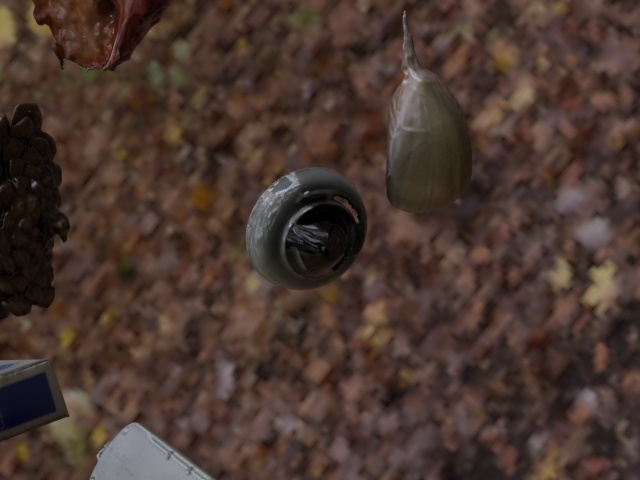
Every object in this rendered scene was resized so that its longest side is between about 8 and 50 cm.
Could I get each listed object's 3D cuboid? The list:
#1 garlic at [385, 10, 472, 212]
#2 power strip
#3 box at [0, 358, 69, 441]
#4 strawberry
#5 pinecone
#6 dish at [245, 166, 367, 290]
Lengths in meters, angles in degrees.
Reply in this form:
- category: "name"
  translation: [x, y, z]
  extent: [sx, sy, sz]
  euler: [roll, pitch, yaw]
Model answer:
- category: "garlic"
  translation: [0.099, -0.114, 1.941]
  extent: [0.090, 0.198, 0.128]
  euler: [-13, 44, -4]
- category: "power strip"
  translation: [-0.128, 0.225, 1.654]
  extent: [0.080, 0.029, 0.227]
  euler: [-56, 38, -4]
- category: "box"
  translation: [-0.410, 0.177, 1.923]
  extent: [0.200, 0.065, 0.343]
  euler: [-19, 6, -31]
- category: "strawberry"
  translation: [-0.202, -0.338, 2.050]
  extent: [0.253, 0.280, 0.150]
  euler: [-5, 28, 31]
- category: "pinecone"
  translation: [-0.273, -0.021, 1.466]
  extent: [0.195, 0.150, 0.179]
  euler: [-6, 81, 62]
- category: "dish"
  translation: [0.000, 0.000, 2.047]
  extent: [0.141, 0.141, 0.078]
  euler: [-51, 35, 1]
